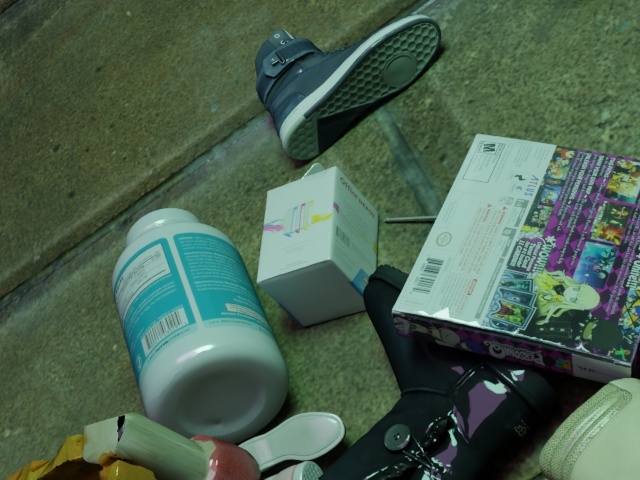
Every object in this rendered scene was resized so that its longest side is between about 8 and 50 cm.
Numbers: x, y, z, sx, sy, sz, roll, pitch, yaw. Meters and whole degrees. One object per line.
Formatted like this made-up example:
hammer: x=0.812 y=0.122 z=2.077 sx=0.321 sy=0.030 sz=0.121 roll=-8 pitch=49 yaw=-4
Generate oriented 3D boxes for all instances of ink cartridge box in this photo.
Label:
ink cartridge box: x=0.000 y=0.000 z=1.333 sx=0.090 sy=0.092 sz=0.143 roll=-19 pitch=45 yaw=26

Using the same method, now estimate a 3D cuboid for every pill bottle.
pill bottle: x=-0.135 y=0.079 z=1.331 sx=0.146 sy=0.146 sz=0.264 roll=-35 pitch=42 yaw=9

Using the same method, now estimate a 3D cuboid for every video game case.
video game case: x=0.201 y=0.009 z=1.132 sx=0.210 sy=0.041 sz=0.232 roll=11 pitch=51 yaw=22

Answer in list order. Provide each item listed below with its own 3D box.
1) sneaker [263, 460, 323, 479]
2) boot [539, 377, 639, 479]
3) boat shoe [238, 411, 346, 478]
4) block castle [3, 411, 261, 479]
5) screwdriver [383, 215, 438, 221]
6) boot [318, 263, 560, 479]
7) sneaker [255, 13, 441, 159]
sneaker: x=-0.036 y=0.271 z=1.169 sx=0.070 sy=0.051 sz=0.134 roll=-21 pitch=45 yaw=31
boot: x=0.315 y=0.151 z=0.954 sx=0.262 sy=0.095 sz=0.203 roll=-26 pitch=20 yaw=-13
boat shoe: x=-0.027 y=0.200 z=1.228 sx=0.125 sy=0.038 sz=0.046 roll=-27 pitch=63 yaw=19
block castle: x=-0.179 y=0.394 z=1.027 sx=0.303 sy=0.213 sz=0.453 roll=-30 pitch=46 yaw=25
screwdriver: x=0.133 y=-0.026 z=1.310 sx=0.170 sy=0.024 sz=0.025 roll=0 pitch=27 yaw=46
boot: x=0.065 y=0.152 z=1.152 sx=0.207 sy=0.094 sz=0.246 roll=-45 pitch=47 yaw=-8
sneaker: x=0.021 y=-0.218 z=1.502 sx=0.226 sy=0.086 sz=0.163 roll=-37 pitch=44 yaw=9
